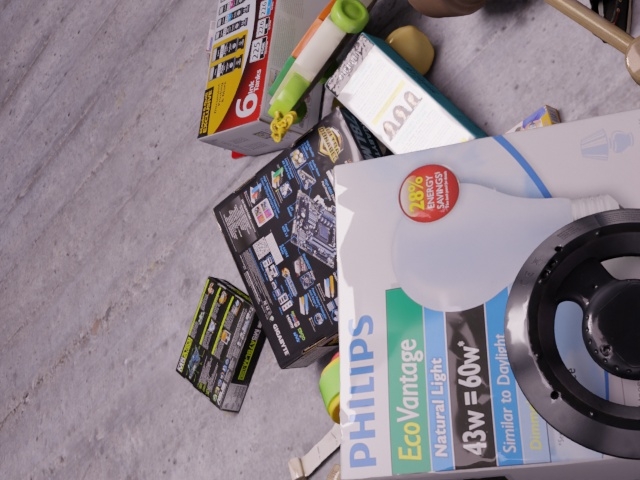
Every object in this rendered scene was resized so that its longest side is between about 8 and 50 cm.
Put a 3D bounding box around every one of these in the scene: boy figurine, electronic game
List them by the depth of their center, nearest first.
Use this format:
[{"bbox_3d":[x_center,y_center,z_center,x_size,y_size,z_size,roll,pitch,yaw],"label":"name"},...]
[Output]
[{"bbox_3d":[0.279,0.079,0.936,0.229,0.048,0.229,-4,70,11],"label":"electronic game"},{"bbox_3d":[0.070,-0.215,1.647,0.285,0.092,0.177,-57,45,19],"label":"boy figurine"}]

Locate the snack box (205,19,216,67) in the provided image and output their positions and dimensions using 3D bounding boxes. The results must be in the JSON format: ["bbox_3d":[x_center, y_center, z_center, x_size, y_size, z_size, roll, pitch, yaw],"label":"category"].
[{"bbox_3d":[-0.203,-0.360,2.037,0.178,0.022,0.064,105,173,-78],"label":"snack box"}]

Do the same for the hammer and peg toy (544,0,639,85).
[{"bbox_3d":[0.377,-0.373,1.186,0.265,0.127,0.361,26,99,16],"label":"hammer and peg toy"}]

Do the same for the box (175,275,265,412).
[{"bbox_3d":[-0.173,0.180,1.855,0.184,0.045,0.191,27,99,56],"label":"box"}]

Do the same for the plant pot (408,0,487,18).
[{"bbox_3d":[0.247,-0.429,1.404,0.229,0.263,0.263,8,83,34],"label":"plant pot"}]

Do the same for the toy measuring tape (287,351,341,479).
[{"bbox_3d":[0.020,0.247,1.519,0.330,0.121,0.121,-47,44,31],"label":"toy measuring tape"}]

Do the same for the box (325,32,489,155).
[{"bbox_3d":[0.124,-0.184,1.515,0.244,0.060,0.100,47,114,23],"label":"box"}]

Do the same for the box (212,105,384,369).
[{"bbox_3d":[0.000,0.000,1.590,0.293,0.073,0.296,-37,68,30],"label":"box"}]

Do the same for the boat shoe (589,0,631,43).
[{"bbox_3d":[0.368,-0.314,1.341,0.049,0.042,0.133,-17,63,51],"label":"boat shoe"}]

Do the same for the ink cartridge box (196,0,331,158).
[{"bbox_3d":[-0.116,-0.320,1.901,0.271,0.130,0.310,-9,70,52],"label":"ink cartridge box"}]

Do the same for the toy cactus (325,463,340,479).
[{"bbox_3d":[-0.005,0.409,1.515,0.219,0.112,0.181,2,69,61],"label":"toy cactus"}]

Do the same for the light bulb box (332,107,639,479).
[{"bbox_3d":[0.216,0.086,1.121,0.360,0.225,0.358,-10,66,19],"label":"light bulb box"}]

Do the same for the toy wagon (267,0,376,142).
[{"bbox_3d":[0.001,-0.288,1.636,0.344,0.068,0.267,-55,3,-37],"label":"toy wagon"}]

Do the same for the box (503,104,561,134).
[{"bbox_3d":[0.267,-0.111,1.407,0.136,0.028,0.081,-36,51,38],"label":"box"}]
